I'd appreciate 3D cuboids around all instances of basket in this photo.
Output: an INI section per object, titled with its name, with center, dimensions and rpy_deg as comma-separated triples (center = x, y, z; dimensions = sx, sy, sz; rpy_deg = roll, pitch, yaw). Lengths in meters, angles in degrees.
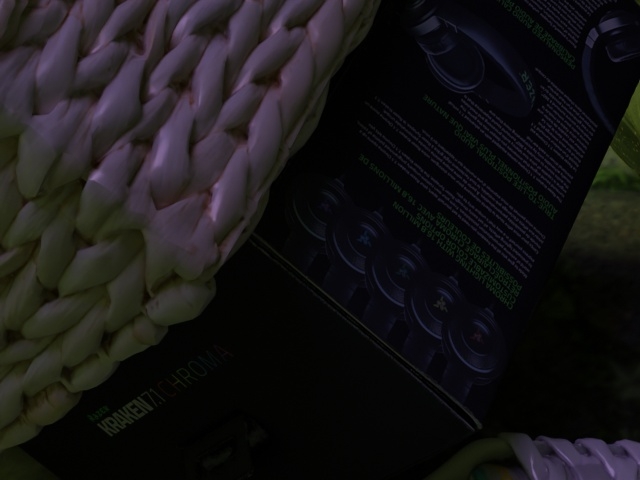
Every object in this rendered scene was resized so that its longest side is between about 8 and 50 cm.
[basket]
center = -0.163, -0.098, 0.805
dimensions = 0.328, 0.266, 0.331
rpy_deg = -37, 19, 44

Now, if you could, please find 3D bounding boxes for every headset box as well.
[headset box]
center = 0.000, 0.000, 0.873
dimensions = 0.246, 0.131, 0.283
rpy_deg = -35, 19, 48

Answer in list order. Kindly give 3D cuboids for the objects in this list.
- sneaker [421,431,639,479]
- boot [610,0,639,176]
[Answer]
[sneaker]
center = 0.112, 0.126, 0.795
dimensions = 0.229, 0.092, 0.087
rpy_deg = -21, 38, -1
[boot]
center = 0.210, -0.089, 0.900
dimensions = 0.118, 0.222, 0.338
rpy_deg = -29, 39, -11
